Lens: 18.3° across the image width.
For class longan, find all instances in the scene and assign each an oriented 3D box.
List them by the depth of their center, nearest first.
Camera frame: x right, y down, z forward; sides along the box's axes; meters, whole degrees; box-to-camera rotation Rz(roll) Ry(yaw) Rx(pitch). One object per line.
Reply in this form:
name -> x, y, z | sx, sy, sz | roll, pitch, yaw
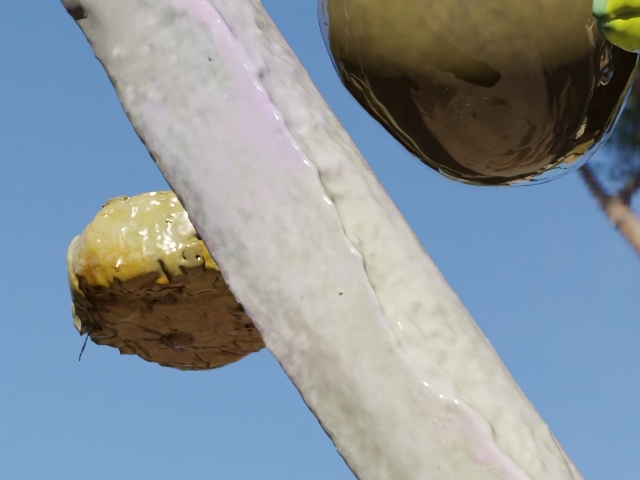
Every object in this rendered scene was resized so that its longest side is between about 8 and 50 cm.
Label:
longan -> 0.084, -0.112, 1.017 | 0.167, 0.167, 0.187 | -2, -45, 18

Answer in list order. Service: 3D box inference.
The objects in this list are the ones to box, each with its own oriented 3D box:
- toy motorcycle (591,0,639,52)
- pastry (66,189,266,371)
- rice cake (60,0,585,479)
toy motorcycle -> 0.271, -0.152, 0.884 | 0.206, 0.342, 0.142 | -11, -78, 59
pastry -> -0.084, 0.026, 1.234 | 0.153, 0.081, 0.153 | -3, -37, -2
rice cake -> 0.000, 0.001, 0.839 | 0.070, 0.399, 0.064 | -44, -23, 25
